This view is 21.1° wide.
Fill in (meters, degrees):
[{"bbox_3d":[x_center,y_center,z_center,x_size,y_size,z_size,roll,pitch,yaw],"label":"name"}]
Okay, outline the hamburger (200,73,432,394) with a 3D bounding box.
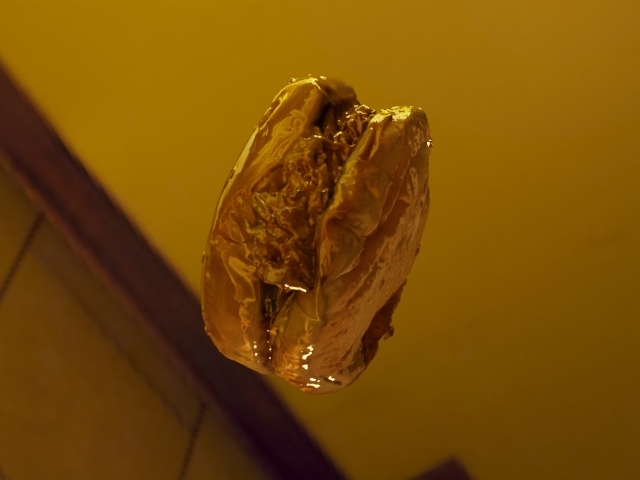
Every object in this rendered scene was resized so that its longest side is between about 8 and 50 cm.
[{"bbox_3d":[0.000,0.000,0.804,0.147,0.083,0.138,81,29,-57],"label":"hamburger"}]
